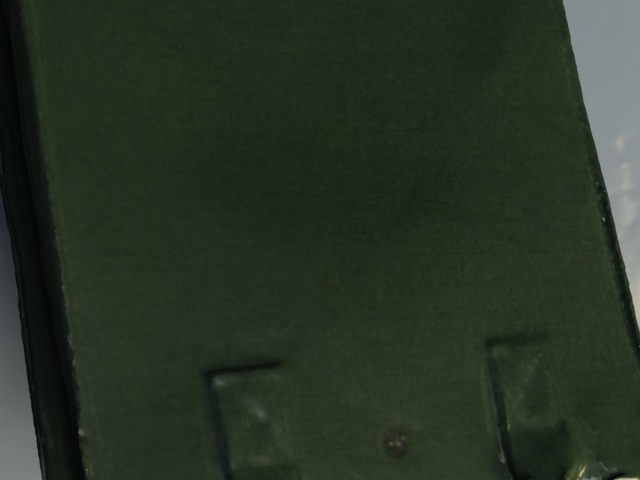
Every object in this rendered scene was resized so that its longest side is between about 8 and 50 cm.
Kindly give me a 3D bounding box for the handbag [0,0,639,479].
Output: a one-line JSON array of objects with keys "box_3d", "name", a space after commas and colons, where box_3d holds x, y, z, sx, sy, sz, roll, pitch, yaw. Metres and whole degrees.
[{"box_3d": [0.001, -0.001, 0.715, 0.247, 0.079, 0.260, -2, 69, -28], "name": "handbag"}]
